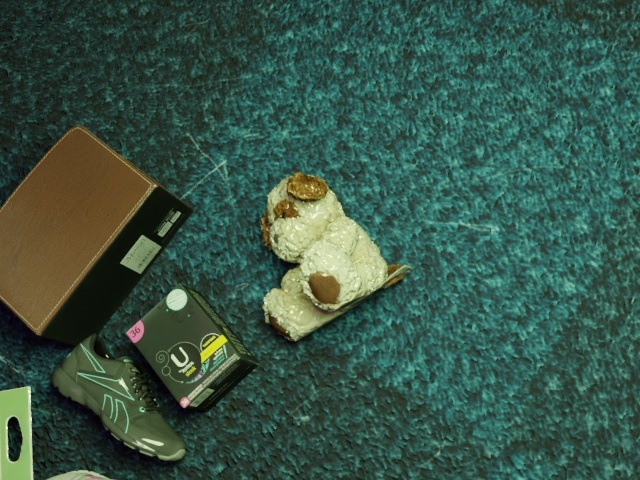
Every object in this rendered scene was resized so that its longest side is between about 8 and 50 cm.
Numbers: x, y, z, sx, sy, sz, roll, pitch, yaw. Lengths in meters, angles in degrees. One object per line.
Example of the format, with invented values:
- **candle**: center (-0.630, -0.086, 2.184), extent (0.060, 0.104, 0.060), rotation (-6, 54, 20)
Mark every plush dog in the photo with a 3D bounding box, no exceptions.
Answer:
- **plush dog**: center (0.000, 0.000, 1.343), extent (0.211, 0.262, 0.225), rotation (-26, 80, -28)

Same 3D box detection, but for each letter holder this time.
- **letter holder**: center (-0.405, -0.009, 1.461), extent (0.214, 0.152, 0.302), rotation (36, 87, 21)

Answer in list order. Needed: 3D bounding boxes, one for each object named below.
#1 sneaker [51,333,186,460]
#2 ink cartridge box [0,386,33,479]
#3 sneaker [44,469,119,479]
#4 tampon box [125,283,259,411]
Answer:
- **sneaker**: center (-0.313, 0.252, 1.400), extent (0.267, 0.101, 0.106), rotation (33, 84, 18)
- **ink cartridge box**: center (-0.576, 0.344, 1.464), extent (0.235, 0.056, 0.171), rotation (-10, 74, 10)
- **sneaker**: center (-0.354, 0.412, 1.364), extent (0.252, 0.111, 0.103), rotation (-3, 76, 13)
- **tampon box**: center (-0.203, 0.172, 1.390), extent (0.120, 0.101, 0.161), rotation (-43, 71, 0)
